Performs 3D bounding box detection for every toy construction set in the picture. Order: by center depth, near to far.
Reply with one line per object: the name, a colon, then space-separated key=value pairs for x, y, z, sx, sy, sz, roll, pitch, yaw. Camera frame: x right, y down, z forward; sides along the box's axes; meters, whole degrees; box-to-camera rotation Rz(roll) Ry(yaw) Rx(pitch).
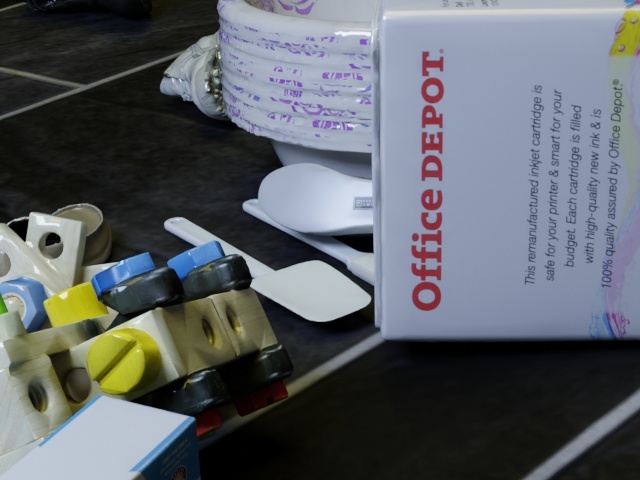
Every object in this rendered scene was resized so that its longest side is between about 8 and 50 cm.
toy construction set: x=-0.143 y=0.075 z=0.810 sx=0.215 sy=0.151 sz=0.328 roll=-26 pitch=10 yaw=16

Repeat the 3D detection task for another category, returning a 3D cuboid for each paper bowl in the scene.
paper bowl: x=0.067 y=-0.121 z=1.188 sx=0.284 sy=0.148 sz=0.284 roll=-1 pitch=21 yaw=0

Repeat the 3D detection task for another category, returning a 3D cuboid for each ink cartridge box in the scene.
ink cartridge box: x=-0.088 y=0.140 z=0.649 sx=0.052 sy=0.122 sz=0.088 roll=11 pitch=27 yaw=24
ink cartridge box: x=0.169 y=-0.053 z=0.930 sx=0.278 sy=0.201 sz=0.117 roll=-1 pitch=23 yaw=2

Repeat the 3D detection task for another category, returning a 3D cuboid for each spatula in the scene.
spatula: x=0.000 y=0.000 z=1.095 sx=0.168 sy=0.019 sz=0.242 roll=-19 pitch=27 yaw=-28

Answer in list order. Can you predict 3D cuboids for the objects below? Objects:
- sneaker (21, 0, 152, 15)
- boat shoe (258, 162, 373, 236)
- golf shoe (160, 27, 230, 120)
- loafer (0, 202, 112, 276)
sneaker: x=-0.272 y=-0.294 z=1.768 sx=0.130 sy=0.109 sz=0.286 roll=-20 pitch=17 yaw=-17
boat shoe: x=0.027 y=-0.022 z=1.079 sx=0.142 sy=0.049 sz=0.040 roll=6 pitch=-13 yaw=23
golf shoe: x=-0.104 y=-0.139 z=1.415 sx=0.086 sy=0.069 sz=0.176 roll=-22 pitch=17 yaw=12
loafer: x=-0.184 y=0.004 z=1.082 sx=0.056 sy=0.050 sz=0.148 roll=1 pitch=23 yaw=13
